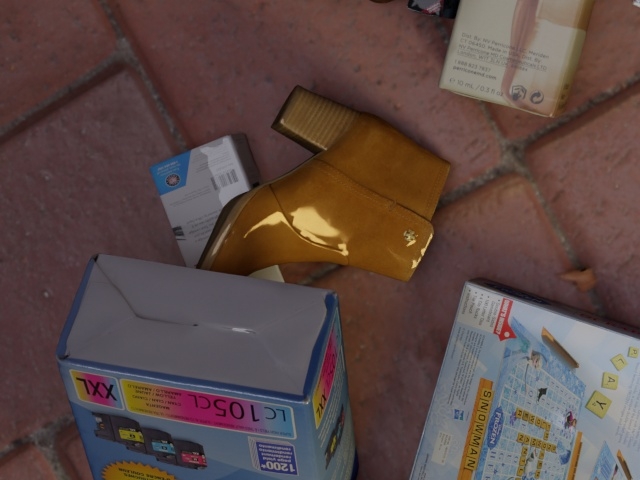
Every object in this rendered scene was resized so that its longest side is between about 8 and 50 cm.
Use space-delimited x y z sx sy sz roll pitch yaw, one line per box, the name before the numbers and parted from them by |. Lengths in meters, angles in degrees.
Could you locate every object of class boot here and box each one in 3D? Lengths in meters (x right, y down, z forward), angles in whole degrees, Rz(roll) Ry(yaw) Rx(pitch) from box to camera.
boot | 0.000 -0.001 1.916 0.211 0.104 0.295 30 87 -9

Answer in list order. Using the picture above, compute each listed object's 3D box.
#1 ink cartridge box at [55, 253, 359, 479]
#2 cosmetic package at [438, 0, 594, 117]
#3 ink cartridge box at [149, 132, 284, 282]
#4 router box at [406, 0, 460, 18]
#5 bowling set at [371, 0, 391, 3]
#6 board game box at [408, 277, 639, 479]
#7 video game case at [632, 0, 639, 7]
ink cartridge box | -0.106 0.206 1.908 0.270 0.395 0.151 9 54 13
cosmetic package | 0.227 -0.286 1.840 0.129 0.153 0.296 16 101 11
ink cartridge box | -0.107 -0.019 2.001 0.104 0.060 0.180 -20 90 15
router box | 0.134 -0.298 1.892 0.038 0.092 0.122 18 101 12
bowling set | 0.011 -0.326 1.871 0.154 0.287 0.200 11 138 11
board game box | 0.266 0.237 1.911 0.318 0.066 0.319 19 101 19
video game case | 0.392 -0.286 1.866 0.087 0.011 0.122 26 101 11
